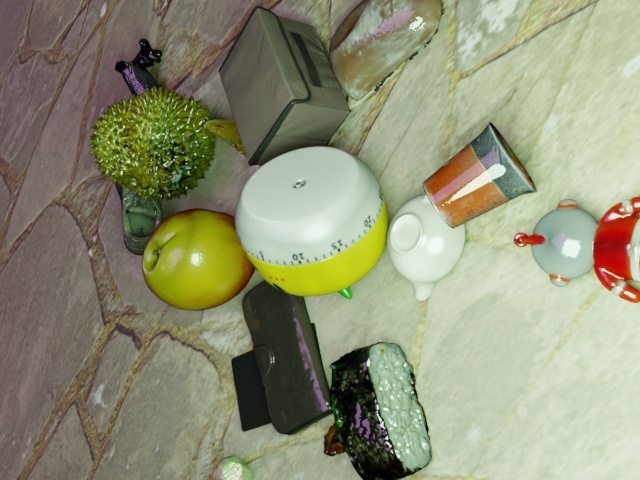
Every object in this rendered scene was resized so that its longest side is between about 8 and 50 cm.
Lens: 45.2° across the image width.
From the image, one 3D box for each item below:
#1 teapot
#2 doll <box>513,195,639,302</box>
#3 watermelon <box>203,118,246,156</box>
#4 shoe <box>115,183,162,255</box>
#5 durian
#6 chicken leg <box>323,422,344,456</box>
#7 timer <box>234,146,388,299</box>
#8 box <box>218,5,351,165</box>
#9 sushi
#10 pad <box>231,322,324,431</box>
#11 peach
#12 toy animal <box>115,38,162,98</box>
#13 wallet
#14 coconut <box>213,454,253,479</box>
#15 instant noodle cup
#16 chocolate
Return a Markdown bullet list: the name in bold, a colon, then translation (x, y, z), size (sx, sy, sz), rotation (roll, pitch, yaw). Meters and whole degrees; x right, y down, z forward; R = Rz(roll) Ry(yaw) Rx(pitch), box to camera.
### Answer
- **teapot**: translation (0.173, -0.013, 1.259), size (0.145, 0.092, 0.226), rotation (29, 102, 44)
- **doll**: translation (0.378, 0.008, 1.047), size (0.245, 0.076, 0.142), rotation (4, 86, 43)
- **watermelon**: translation (-0.159, -0.223, 1.641), size (0.181, 0.092, 0.075), rotation (38, 97, 44)
- **shoe**: translation (-0.436, -0.113, 1.869), size (0.149, 0.109, 0.292), rotation (166, 99, -68)
- **durian**: translation (-0.365, -0.209, 1.740), size (0.291, 0.291, 0.224), rotation (-50, 58, 29)
- **chicken leg**: translation (0.049, 0.334, 1.377), size (0.145, 0.037, 0.062), rotation (-51, 36, 29)
- **timer**: translation (0.000, 0.000, 1.358), size (0.285, 0.285, 0.284), rotation (-9, 77, 46)
- **box**: translation (-0.073, -0.289, 1.500), size (0.188, 0.153, 0.252), rotation (-49, 51, 38)
- **sushi**: translation (0.092, 0.285, 1.267), size (0.127, 0.124, 0.224), rotation (-30, 65, 37)
- **pad**: translation (-0.085, 0.279, 1.542), size (0.265, 0.009, 0.159), rotation (-28, 64, 39)
- **peach**: translation (-0.252, 0.039, 1.605), size (0.231, 0.231, 0.230), rotation (-9, 77, 46)
- **toy animal**: translation (-0.456, -0.401, 1.961), size (0.121, 0.117, 0.210), rotation (-36, 57, 30)
- **wallet**: translation (-0.069, 0.215, 1.502), size (0.165, 0.042, 0.309), rotation (-35, 61, 34)
- **coconut**: translation (-0.179, 0.479, 1.559), size (0.081, 0.083, 0.082), rotation (-9, 56, 38)
- **instant noodle cup**: translation (0.233, -0.089, 1.154), size (0.136, 0.127, 0.127), rotation (-34, 59, 19)
- **chocolate**: translation (0.100, -0.381, 1.393), size (0.261, 0.083, 0.161), rotation (-39, 56, 37)
